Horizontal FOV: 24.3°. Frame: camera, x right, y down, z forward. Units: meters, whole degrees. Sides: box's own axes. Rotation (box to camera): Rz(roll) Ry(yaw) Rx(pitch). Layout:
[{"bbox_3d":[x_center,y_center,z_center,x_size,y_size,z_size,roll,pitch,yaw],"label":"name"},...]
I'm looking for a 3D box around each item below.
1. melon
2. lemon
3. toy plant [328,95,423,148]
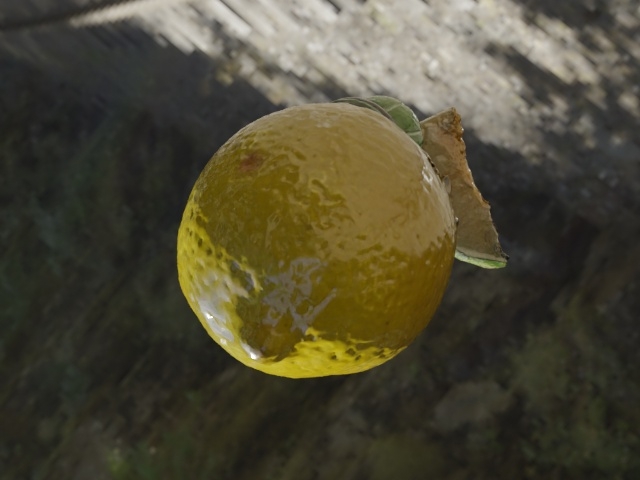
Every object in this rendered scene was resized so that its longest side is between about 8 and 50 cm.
[{"bbox_3d":[0.131,-0.043,1.594,0.054,0.098,0.182,-69,-41,-81],"label":"melon"},{"bbox_3d":[-0.004,0.003,1.236,0.228,0.228,0.253,38,-147,10],"label":"lemon"},{"bbox_3d":[0.043,-0.096,1.438,0.093,0.092,0.162,36,-154,19],"label":"toy plant"}]
